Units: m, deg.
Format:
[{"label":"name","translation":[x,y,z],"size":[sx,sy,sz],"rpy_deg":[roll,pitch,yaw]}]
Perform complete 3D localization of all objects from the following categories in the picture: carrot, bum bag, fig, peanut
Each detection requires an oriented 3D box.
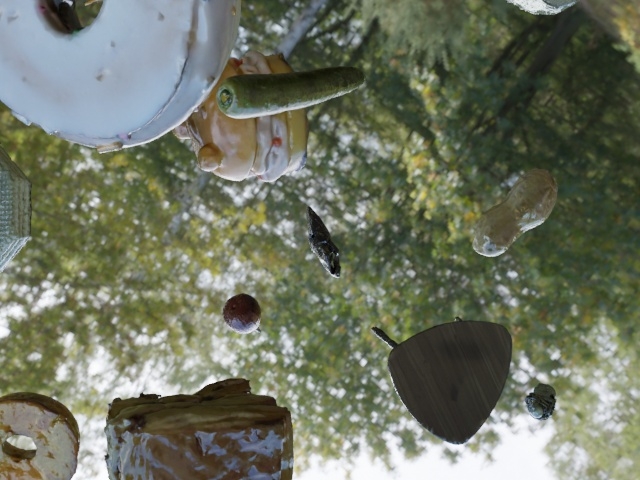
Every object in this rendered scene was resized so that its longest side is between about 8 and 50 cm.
[{"label":"carrot","translation":[-0.036,-0.269,1.467],"size":[0.359,0.074,0.074],"rpy_deg":[-19,-124,-45]},{"label":"bum bag","translation":[-0.001,0.000,2.355],"size":[0.102,0.069,0.248],"rpy_deg":[49,-169,-51]},{"label":"fig","translation":[-0.229,0.224,2.403],"size":[0.119,0.153,0.119],"rpy_deg":[3,-123,-4]},{"label":"peanut","translation":[0.570,-0.076,2.424],"size":[0.149,0.313,0.149],"rpy_deg":[50,-179,-1]}]

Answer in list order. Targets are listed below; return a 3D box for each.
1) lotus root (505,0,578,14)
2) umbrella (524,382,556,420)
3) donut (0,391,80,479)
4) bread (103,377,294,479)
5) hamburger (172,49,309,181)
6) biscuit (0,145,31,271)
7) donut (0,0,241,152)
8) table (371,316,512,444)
[{"label":"lotus root","translation":[0.254,-0.328,1.032],"size":[0.143,0.070,0.144],"rpy_deg":[25,-173,0]},{"label":"umbrella","translation":[0.481,0.350,1.795],"size":[0.067,0.062,0.143],"rpy_deg":[45,-155,13]},{"label":"donut","translation":[-0.486,0.331,1.374],"size":[0.190,0.174,0.074],"rpy_deg":[0,-164,-1]},{"label":"bread","translation":[-0.216,0.384,1.479],"size":[0.325,0.277,0.167],"rpy_deg":[-2,-157,-11]},{"label":"hamburger","translation":[-0.174,-0.251,1.722],"size":[0.237,0.276,0.276],"rpy_deg":[-12,-135,-25]},{"label":"biscuit","translation":[-0.553,-0.082,1.329],"size":[0.252,0.150,0.052],"rpy_deg":[47,-168,18]},{"label":"donut","translation":[-0.268,-0.303,1.011],"size":[0.383,0.382,0.142],"rpy_deg":[36,-158,2]},{"label":"table","translation":[0.306,0.300,2.095],"size":[0.317,0.317,0.249],"rpy_deg":[29,180,-16]}]
